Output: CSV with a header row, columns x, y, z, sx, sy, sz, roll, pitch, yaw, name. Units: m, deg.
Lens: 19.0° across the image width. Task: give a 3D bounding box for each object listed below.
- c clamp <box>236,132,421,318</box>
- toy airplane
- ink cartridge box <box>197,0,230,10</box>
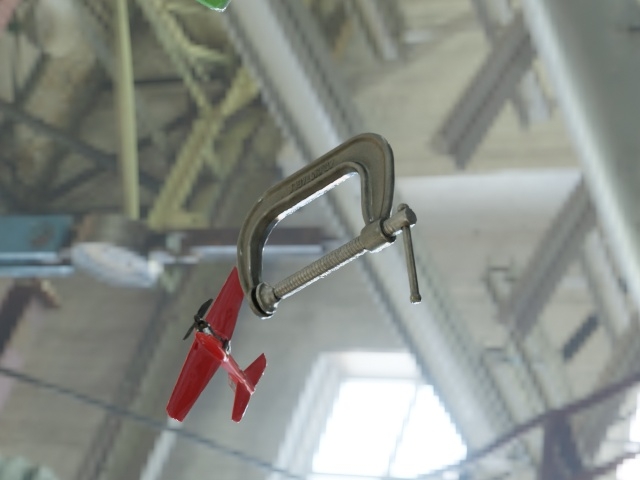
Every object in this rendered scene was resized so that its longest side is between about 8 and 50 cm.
x,y,z,sx,sy,sz,roll,pitch,yaw,name
0.000,0.000,1.196,0.022,0.160,0.137,27,-128,-37,c clamp
-0.084,0.105,1.662,0.151,0.028,0.151,-40,-43,-53,toy airplane
-0.066,-0.300,0.994,0.211,0.289,0.121,28,-161,-31,ink cartridge box
